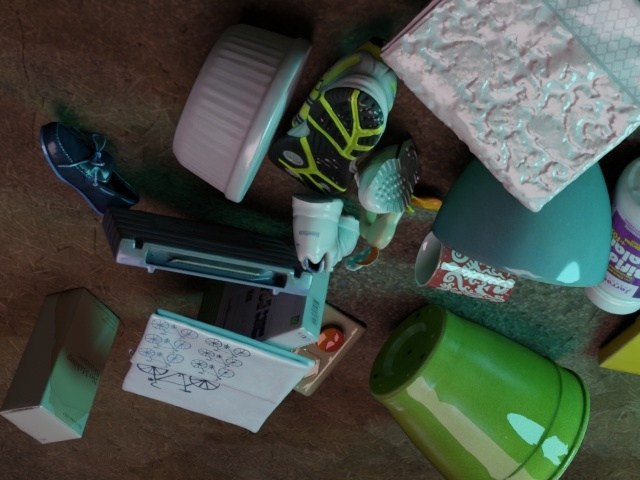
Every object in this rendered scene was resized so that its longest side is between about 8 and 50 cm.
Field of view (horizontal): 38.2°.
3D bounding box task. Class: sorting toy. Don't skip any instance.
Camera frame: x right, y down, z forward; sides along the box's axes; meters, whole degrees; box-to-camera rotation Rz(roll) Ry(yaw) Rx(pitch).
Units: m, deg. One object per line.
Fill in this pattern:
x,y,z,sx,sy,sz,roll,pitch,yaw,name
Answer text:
-0.068,0.263,2.028,0.229,0.041,0.307,32,105,-28,sorting toy

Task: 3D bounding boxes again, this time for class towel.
0.304,-0.247,1.276,0.332,0.053,0.317,44,113,-11,towel

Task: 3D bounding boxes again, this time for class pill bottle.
0.552,0.002,1.589,0.169,0.169,0.301,7,146,2,pill bottle

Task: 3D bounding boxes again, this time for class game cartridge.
-0.212,0.019,1.696,0.355,0.230,0.068,11,99,-22,game cartridge
0.758,0.210,1.865,0.285,0.053,0.324,11,152,-3,game cartridge

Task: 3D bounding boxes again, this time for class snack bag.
-0.220,0.268,1.814,0.323,0.037,0.342,20,141,-14,snack bag

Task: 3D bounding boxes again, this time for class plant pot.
0.303,0.327,1.943,0.353,0.366,0.366,37,135,-16,plant pot
0.346,-0.071,1.500,0.290,0.290,0.195,12,106,-4,plant pot

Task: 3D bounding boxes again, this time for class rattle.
0.135,-0.009,1.637,0.130,0.200,0.143,-20,136,37,rattle

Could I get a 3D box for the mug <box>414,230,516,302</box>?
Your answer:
0.287,0.047,1.754,0.169,0.113,0.150,17,143,-15,mug

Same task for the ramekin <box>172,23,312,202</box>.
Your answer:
-0.124,-0.203,1.408,0.127,0.273,0.273,26,140,-3,ramekin

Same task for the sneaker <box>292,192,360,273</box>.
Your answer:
0.000,0.000,1.681,0.111,0.129,0.297,7,172,16,sneaker

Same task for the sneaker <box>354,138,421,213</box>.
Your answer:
0.096,-0.097,1.523,0.094,0.235,0.090,-8,107,23,sneaker

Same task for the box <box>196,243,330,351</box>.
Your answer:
-0.125,0.136,1.845,0.322,0.232,0.058,-21,131,33,box

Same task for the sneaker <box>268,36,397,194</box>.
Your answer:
0.032,-0.188,1.487,0.145,0.147,0.384,34,157,-12,sneaker

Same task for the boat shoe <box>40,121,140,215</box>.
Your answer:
-0.412,-0.140,1.682,0.089,0.109,0.258,-11,154,13,boat shoe

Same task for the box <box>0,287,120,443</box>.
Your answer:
-0.569,0.274,2.040,0.121,0.311,0.148,-13,137,25,box
